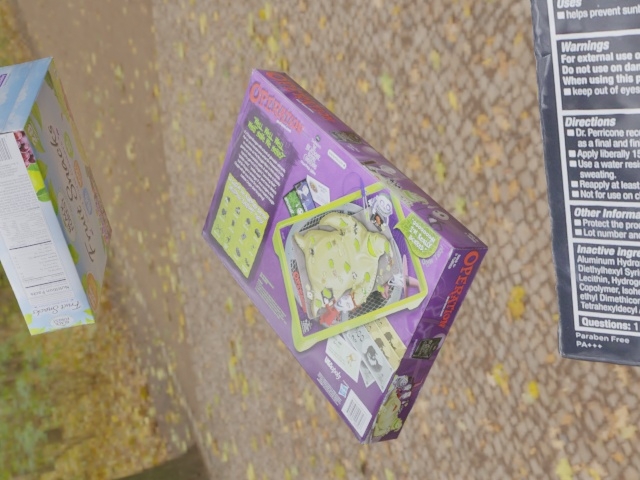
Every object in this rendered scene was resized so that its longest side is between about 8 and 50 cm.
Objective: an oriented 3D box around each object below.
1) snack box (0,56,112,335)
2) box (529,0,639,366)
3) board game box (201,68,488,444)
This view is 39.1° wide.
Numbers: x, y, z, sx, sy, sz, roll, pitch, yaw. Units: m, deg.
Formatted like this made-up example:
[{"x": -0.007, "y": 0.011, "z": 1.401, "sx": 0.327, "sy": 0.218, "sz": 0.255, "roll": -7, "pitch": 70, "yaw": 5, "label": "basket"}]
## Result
[{"x": -0.266, "y": -0.045, "z": 0.862, "sx": 0.174, "sy": 0.070, "sz": 0.207, "roll": -101, "pitch": -1, "yaw": -59, "label": "snack box"}, {"x": 0.298, "y": -0.082, "z": 0.537, "sx": 0.296, "sy": 0.182, "sz": 0.294, "roll": 3, "pitch": 116, "yaw": 31, "label": "box"}, {"x": 0.000, "y": 0.000, "z": 0.865, "sx": 0.347, "sy": 0.056, "sz": 0.208, "roll": 48, "pitch": 130, "yaw": 43, "label": "board game box"}]
